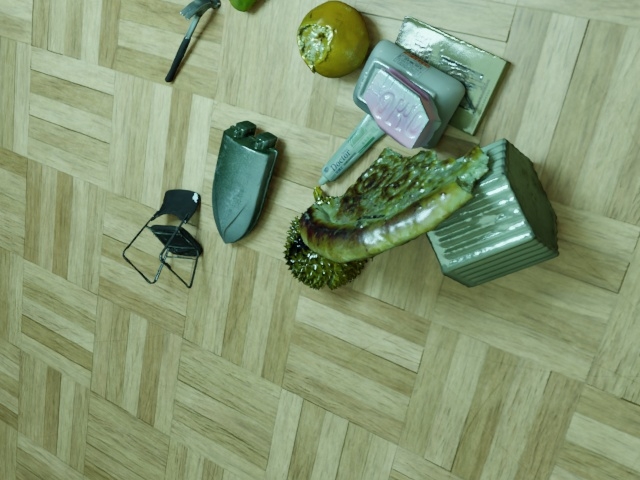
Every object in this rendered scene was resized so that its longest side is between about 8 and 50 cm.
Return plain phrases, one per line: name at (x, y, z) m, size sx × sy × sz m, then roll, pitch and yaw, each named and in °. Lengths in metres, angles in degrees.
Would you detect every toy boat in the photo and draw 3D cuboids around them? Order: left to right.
toy boat at (-0.191, -0.123, 1.604) m, size 0.141 × 0.092 × 0.320 m, roll 31°, pitch 123°, yaw 20°

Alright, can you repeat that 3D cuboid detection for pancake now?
pancake at (0.119, -0.079, 1.260) m, size 0.067 × 0.305 × 0.426 m, roll 46°, pitch 164°, yaw -24°

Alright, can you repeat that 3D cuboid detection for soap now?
soap at (0.155, -0.245, 1.267) m, size 0.149 × 0.056 × 0.100 m, roll 42°, pitch 121°, yaw 14°

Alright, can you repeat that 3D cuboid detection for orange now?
orange at (0.024, -0.413, 1.377) m, size 0.154 × 0.134 × 0.155 m, roll 3°, pitch 98°, yaw 25°

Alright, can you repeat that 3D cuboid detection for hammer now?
hammer at (-0.326, -0.472, 1.599) m, size 0.029 × 0.103 × 0.246 m, roll 44°, pitch 127°, yaw 7°

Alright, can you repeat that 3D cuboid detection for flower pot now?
flower pot at (0.314, -0.047, 1.253) m, size 0.189 × 0.209 × 0.239 m, roll -23°, pitch 89°, yaw 32°

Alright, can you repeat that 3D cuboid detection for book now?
book at (0.240, -0.329, 1.333) m, size 0.230 × 0.026 × 0.161 m, roll 32°, pitch 116°, yaw 21°

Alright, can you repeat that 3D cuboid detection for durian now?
durian at (0.000, 0.000, 1.491) m, size 0.193 × 0.137 × 0.237 m, roll -13°, pitch 94°, yaw 32°

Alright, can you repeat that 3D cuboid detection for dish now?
dish at (0.160, -0.288, 1.330) m, size 0.212 × 0.077 × 0.151 m, roll 37°, pitch 119°, yaw 18°

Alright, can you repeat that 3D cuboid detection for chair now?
chair at (-0.379, -0.007, 1.735) m, size 0.140 × 0.221 × 0.145 m, roll 4°, pitch 147°, yaw 29°

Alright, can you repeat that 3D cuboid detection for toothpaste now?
toothpaste at (0.068, -0.198, 1.461) m, size 0.064 × 0.041 × 0.218 m, roll 45°, pitch 118°, yaw 1°

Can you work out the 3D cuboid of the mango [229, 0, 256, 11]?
mango at (-0.146, -0.597, 1.457) m, size 0.191 × 0.085 × 0.122 m, roll -32°, pitch 89°, yaw 31°
